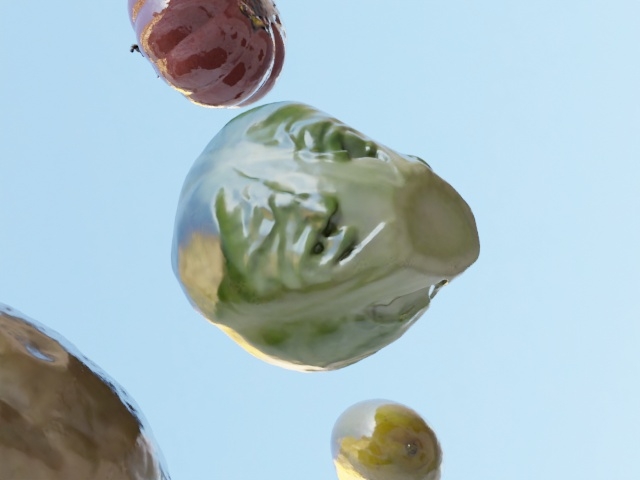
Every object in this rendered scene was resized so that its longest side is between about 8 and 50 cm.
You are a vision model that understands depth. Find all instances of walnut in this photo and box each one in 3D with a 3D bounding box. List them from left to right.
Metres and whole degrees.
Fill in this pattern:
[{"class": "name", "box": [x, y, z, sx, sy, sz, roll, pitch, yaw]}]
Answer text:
[{"class": "walnut", "box": [-0.293, 0.221, 1.380, 0.381, 0.381, 0.381, 9, -102, -48]}]

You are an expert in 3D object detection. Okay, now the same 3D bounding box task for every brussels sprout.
[{"class": "brussels sprout", "box": [0.000, 0.000, 1.561, 0.210, 0.271, 0.219, 39, -120, -39]}]

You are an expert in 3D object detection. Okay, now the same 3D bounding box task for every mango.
[{"class": "mango", "box": [0.066, 0.226, 1.920, 0.130, 0.195, 0.092, 33, -114, -8]}]

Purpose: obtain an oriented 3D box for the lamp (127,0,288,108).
[{"class": "lamp", "box": [-0.116, -0.207, 1.785, 0.182, 0.140, 0.182, 43, -156, -24]}]
